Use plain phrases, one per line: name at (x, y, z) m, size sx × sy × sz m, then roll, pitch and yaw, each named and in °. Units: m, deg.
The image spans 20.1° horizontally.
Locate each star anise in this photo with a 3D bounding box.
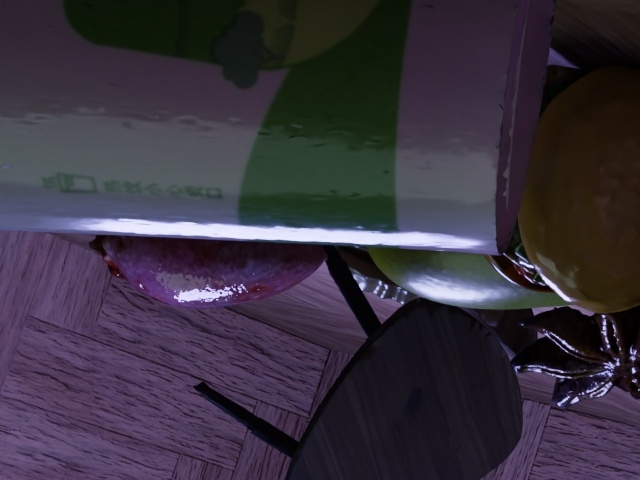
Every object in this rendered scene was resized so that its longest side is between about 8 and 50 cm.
star anise at (0.332, 0.101, 1.970) m, size 0.272 × 0.102 × 0.272 m, roll 2°, pitch 150°, yaw 1°

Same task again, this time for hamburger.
hamburger at (0.169, -0.036, 1.132) m, size 0.162 × 0.162 × 0.115 m, roll 23°, pitch 176°, yaw -34°

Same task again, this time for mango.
mango at (0.167, -0.017, 1.327) m, size 0.293 × 0.143 × 0.175 m, roll 4°, pitch 178°, yaw 30°

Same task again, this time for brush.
brush at (0.000, 0.000, 2.159) m, size 0.301 × 0.071 × 0.084 m, roll 27°, pitch 174°, yaw -19°

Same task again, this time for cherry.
cherry at (-0.110, -0.011, 1.898) m, size 0.250 × 0.175 × 0.192 m, roll 15°, pitch -179°, yaw 17°

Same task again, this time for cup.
cup at (-0.032, -0.102, 0.835) m, size 0.274 × 0.253 × 0.253 m, roll 10°, pitch 171°, yaw 10°

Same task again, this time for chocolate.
chocolate at (0.177, 0.054, 2.031) m, size 0.157 × 0.080 × 0.254 m, roll 34°, pitch 174°, yaw 25°

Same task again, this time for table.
table at (0.014, 0.153, 2.000) m, size 0.317 × 0.317 × 0.249 m, roll 26°, pitch -167°, yaw -45°
